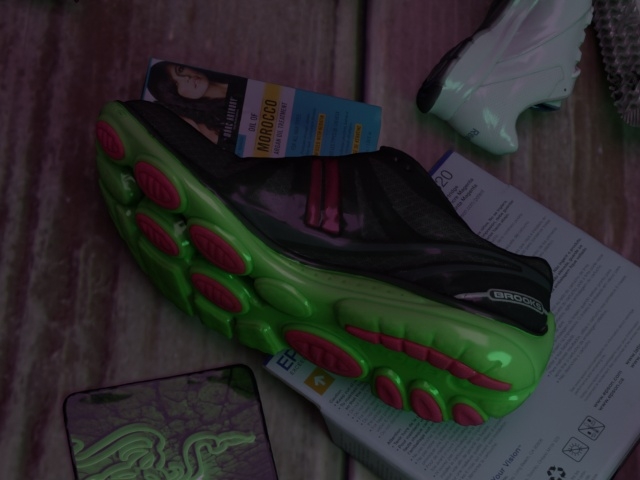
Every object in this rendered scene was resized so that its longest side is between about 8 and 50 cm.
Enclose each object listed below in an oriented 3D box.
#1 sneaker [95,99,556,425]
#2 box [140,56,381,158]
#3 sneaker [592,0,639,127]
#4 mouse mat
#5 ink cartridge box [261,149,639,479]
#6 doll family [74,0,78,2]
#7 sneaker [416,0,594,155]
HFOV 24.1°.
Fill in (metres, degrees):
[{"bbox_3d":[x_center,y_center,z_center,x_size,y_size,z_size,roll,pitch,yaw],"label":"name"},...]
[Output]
[{"bbox_3d":[0.000,0.000,1.420,0.482,0.185,0.202,29,51,8],"label":"sneaker"},{"bbox_3d":[-0.065,-0.108,1.529,0.244,0.060,0.101,11,66,-7],"label":"box"},{"bbox_3d":[0.388,-0.239,1.663,0.146,0.102,0.293,10,61,-24],"label":"sneaker"},{"bbox_3d":[-0.140,0.202,1.419,0.189,0.007,0.153,-9,71,-14],"label":"mouse mat"},{"bbox_3d":[0.168,0.113,1.474,0.330,0.071,0.324,34,65,19],"label":"ink cartridge box"},{"bbox_3d":[-0.287,-0.373,1.579,0.163,0.118,0.263,25,84,-8],"label":"doll family"},{"bbox_3d":[0.232,-0.214,1.620,0.129,0.111,0.297,42,77,-6],"label":"sneaker"}]
